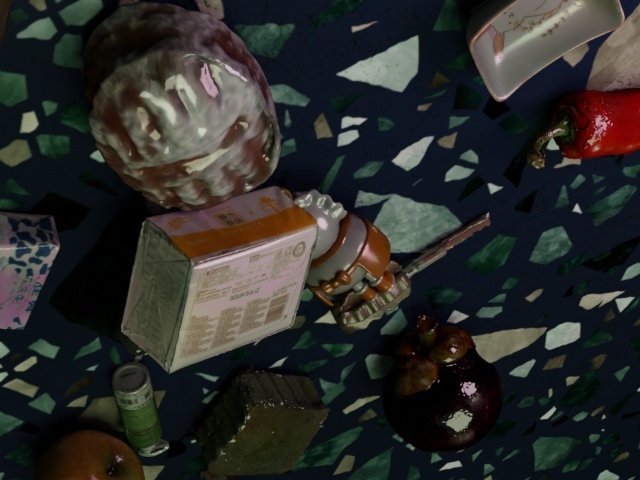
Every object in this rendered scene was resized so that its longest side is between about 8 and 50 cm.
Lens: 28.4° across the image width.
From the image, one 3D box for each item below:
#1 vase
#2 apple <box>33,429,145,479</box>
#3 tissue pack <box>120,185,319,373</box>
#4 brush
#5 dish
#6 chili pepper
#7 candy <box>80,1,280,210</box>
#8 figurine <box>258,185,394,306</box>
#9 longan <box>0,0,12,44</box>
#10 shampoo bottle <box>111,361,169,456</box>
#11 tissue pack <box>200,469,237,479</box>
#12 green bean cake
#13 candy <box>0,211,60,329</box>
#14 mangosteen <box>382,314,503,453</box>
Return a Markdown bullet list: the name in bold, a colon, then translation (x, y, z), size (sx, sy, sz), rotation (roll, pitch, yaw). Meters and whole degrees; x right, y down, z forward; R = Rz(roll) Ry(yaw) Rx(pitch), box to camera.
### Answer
- **vase**: translation (-0.222, 0.040, 1.754), size (0.115, 0.115, 0.237), rotation (-5, 132, -27)
- **apple**: translation (-0.365, 0.385, 1.981), size (0.155, 0.182, 0.182), rotation (-34, 143, 29)
- **tissue pack**: translation (-0.132, 0.045, 1.668), size (0.225, 0.124, 0.185), rotation (-17, 133, -42)
- **brush**: translation (0.146, 0.043, 2.015), size (0.301, 0.071, 0.084), rotation (-35, 157, -6)
- **dish**: translation (0.292, -0.303, 1.708), size (0.212, 0.077, 0.151), rotation (-33, 142, 4)
- **chili pepper**: translation (0.460, -0.184, 1.920), size (0.387, 0.110, 0.110), rotation (-12, 138, -28)
- **candy**: translation (-0.167, -0.152, 1.532), size (0.214, 0.157, 0.289), rotation (-26, 140, 11)
- **figurine**: translation (0.003, 0.008, 1.819), size (0.143, 0.143, 0.271), rotation (-44, 139, 17)
- **longan**: translation (-0.481, -0.210, 1.093), size (0.404, 0.404, 0.436), rotation (11, 123, -39)
- **shampoo bottle**: translation (-0.283, 0.275, 1.996), size (0.065, 0.065, 0.204), rotation (-18, 140, -13)
- **tissue pack**: translation (-0.153, 0.478, 2.224), size (0.060, 0.148, 0.109), rotation (-25, 141, -7)
- **green bean cake**: translation (-0.101, 0.303, 2.110), size (0.173, 0.094, 0.181), rotation (8, 127, -38)
- **candy**: translation (-0.410, 0.039, 1.658), size (0.092, 0.073, 0.160), rotation (6, 129, -33)
- **mangosteen**: translation (0.199, 0.235, 2.155), size (0.211, 0.211, 0.250), rotation (-21, 110, -10)
